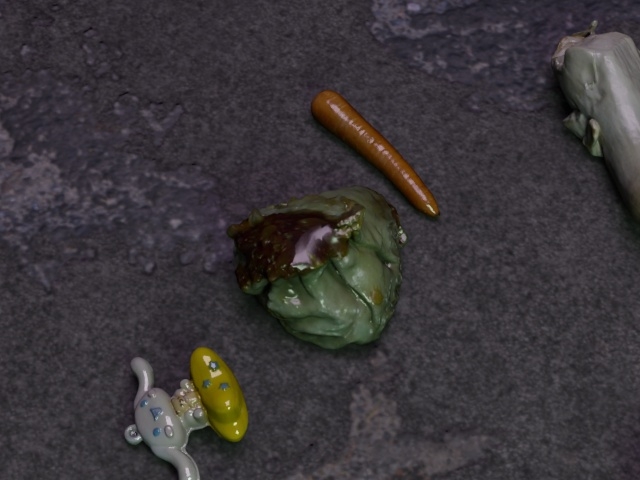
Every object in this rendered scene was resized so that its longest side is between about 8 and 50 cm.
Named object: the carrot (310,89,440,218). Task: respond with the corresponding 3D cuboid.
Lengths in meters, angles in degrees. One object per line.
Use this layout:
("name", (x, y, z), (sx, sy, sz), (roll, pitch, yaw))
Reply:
("carrot", (0.060, -0.089, 1.984), (0.037, 0.037, 0.190), (-34, 64, -27))

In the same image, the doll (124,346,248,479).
("doll", (-0.128, 0.151, 1.771), (0.135, 0.071, 0.113), (36, 75, 27))

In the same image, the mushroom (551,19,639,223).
("mushroom", (0.316, -0.112, 1.995), (0.099, 0.096, 0.278), (-12, 59, -13))

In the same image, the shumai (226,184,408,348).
("shumai", (0.003, -0.005, 1.847), (0.184, 0.142, 0.184), (2, 56, -4))
